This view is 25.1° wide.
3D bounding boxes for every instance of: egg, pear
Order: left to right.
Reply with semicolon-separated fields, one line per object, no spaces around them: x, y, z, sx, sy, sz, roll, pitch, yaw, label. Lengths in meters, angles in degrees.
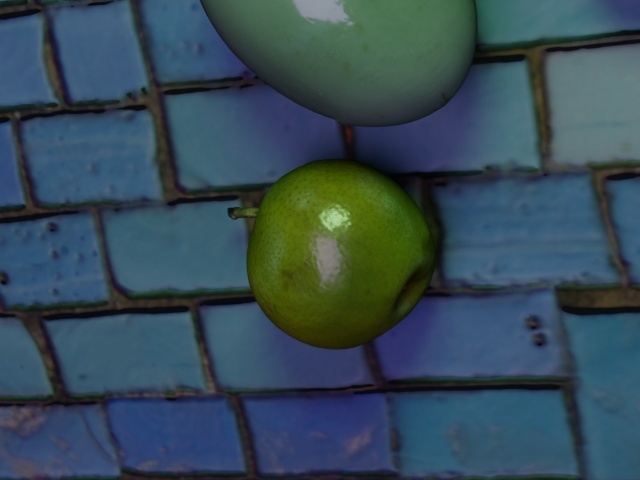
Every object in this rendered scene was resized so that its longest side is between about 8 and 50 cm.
0.000;0.000;1.344;0.216;0.166;0.180;35;134;32;pear
0.009;-0.218;1.219;0.283;0.203;0.203;46;119;-3;egg
